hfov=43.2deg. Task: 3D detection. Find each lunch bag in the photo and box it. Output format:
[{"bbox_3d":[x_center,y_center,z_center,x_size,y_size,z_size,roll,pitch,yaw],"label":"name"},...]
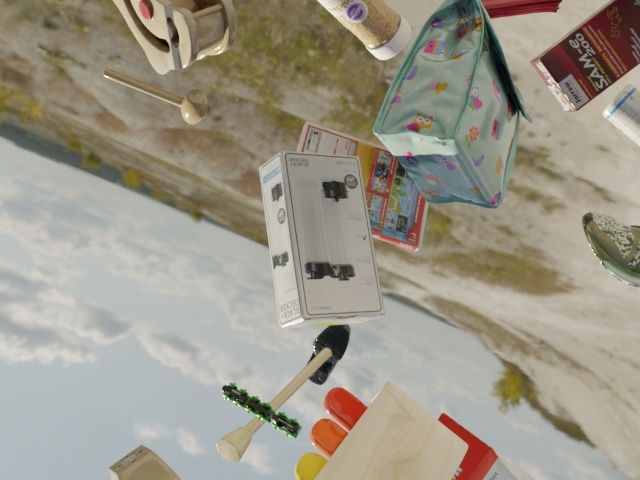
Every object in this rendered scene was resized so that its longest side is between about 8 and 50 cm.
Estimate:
[{"bbox_3d":[0.217,-0.211,1.218,0.160,0.262,0.223,10,159,34],"label":"lunch bag"}]

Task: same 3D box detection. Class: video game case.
[{"bbox_3d":[0.081,-0.110,1.619,0.285,0.204,0.025,18,151,-7],"label":"video game case"}]

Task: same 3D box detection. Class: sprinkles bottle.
[{"bbox_3d":[0.077,-0.600,2.015,0.355,0.121,0.121,34,171,-37],"label":"sprinkles bottle"}]

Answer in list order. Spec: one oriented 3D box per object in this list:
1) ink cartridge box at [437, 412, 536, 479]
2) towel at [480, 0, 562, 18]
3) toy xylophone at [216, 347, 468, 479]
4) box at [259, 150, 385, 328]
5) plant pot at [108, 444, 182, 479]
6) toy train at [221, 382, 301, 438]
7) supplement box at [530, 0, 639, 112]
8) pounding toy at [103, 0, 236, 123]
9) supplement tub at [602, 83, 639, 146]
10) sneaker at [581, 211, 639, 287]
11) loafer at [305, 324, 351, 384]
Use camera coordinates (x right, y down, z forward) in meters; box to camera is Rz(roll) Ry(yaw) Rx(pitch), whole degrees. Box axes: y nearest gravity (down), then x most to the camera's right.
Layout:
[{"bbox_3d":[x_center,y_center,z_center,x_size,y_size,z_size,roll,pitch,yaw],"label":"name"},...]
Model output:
[{"bbox_3d":[0.339,0.621,1.785,0.385,0.308,0.091,36,-164,19],"label":"ink cartridge box"},{"bbox_3d":[0.335,-0.514,1.574,0.198,0.275,0.031,-7,136,-1],"label":"towel"},{"bbox_3d":[0.029,0.247,0.842,0.236,0.081,0.322,44,-140,15],"label":"toy xylophone"},{"bbox_3d":[0.000,0.000,1.389,0.169,0.290,0.087,-1,165,-34],"label":"box"},{"bbox_3d":[-0.324,0.438,1.476,0.109,0.109,0.096,-6,113,61],"label":"plant pot"},{"bbox_3d":[-0.053,0.154,0.732,0.083,0.017,0.024,27,162,18],"label":"toy train"},{"bbox_3d":[0.546,-0.372,1.566,0.130,0.239,0.073,51,-175,-6],"label":"supplement box"},{"bbox_3d":[-0.224,-0.298,1.104,0.270,0.155,0.154,59,150,1],"label":"pounding toy"},{"bbox_3d":[0.547,-0.210,1.388,0.107,0.071,0.071,43,-178,11],"label":"supplement tub"},{"bbox_3d":[0.719,0.012,1.604,0.410,0.182,0.158,23,-142,-6],"label":"sneaker"},{"bbox_3d":[0.019,0.200,1.519,0.062,0.170,0.061,35,-136,6],"label":"loafer"}]
